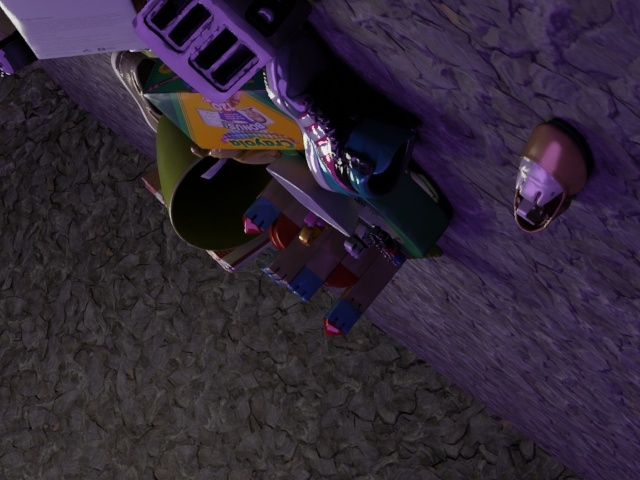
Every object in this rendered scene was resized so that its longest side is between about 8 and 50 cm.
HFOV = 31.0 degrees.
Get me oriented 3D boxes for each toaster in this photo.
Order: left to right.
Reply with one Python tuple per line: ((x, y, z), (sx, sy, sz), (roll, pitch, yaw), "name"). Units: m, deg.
((-0.133, -0.287, 1.483), (0.168, 0.110, 0.185), (43, 138, -13), "toaster")

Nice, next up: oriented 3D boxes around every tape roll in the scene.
((0.067, -0.097, 1.921), (0.321, 0.077, 0.321), (38, 177, 3), "tape roll")

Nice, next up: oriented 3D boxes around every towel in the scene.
((-0.209, -0.097, 2.575), (0.329, 0.237, 0.037), (45, 159, 24), "towel")

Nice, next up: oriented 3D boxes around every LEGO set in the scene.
((0.005, -0.029, 2.027), (0.087, 0.093, 0.227), (37, 176, 32), "LEGO set")

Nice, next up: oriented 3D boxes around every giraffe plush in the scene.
((-0.151, -0.232, 2.044), (0.181, 0.210, 0.171), (28, -141, -55), "giraffe plush")

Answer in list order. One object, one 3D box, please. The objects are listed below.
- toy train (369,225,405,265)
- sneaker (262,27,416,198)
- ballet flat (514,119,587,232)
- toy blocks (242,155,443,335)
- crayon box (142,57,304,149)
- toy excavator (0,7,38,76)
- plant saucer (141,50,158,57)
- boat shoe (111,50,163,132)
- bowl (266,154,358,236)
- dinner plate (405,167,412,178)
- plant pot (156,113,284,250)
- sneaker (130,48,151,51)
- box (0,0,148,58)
((0.118, 0.011, 1.963), (0.036, 0.027, 0.158), (26, 171, 22), "toy train")
((0.039, -0.164, 1.604), (0.178, 0.124, 0.296), (20, 150, 41), "sneaker")
((0.257, -0.061, 1.322), (0.080, 0.073, 0.232), (39, 172, 18), "ballet flat")
((0.000, 0.000, 2.181), (0.381, 0.261, 0.191), (41, 172, -8), "toy blocks")
((-0.113, -0.215, 1.775), (0.278, 0.081, 0.165), (3, 154, 36), "crayon box")
((-0.638, -0.498, 2.275), (0.445, 0.433, 0.222), (-3, 126, 43), "toy excavator")
((-0.396, -0.445, 2.314), (0.188, 0.045, 0.188), (36, 171, 22), "plant saucer")
((-0.344, -0.311, 2.589), (0.096, 0.116, 0.324), (36, 166, 47), "boat shoe")
((-0.006, -0.079, 1.833), (0.142, 0.053, 0.142), (35, 175, 46), "bowl")
((0.092, -0.144, 1.817), (0.141, 0.017, 0.141), (39, 175, 4), "dinner plate")
((-0.238, -0.174, 2.472), (0.275, 0.274, 0.293), (48, -175, -46), "plant pot")
((-0.289, -0.364, 2.010), (0.090, 0.115, 0.232), (35, 171, 31), "sneaker")
((-0.331, -0.396, 1.492), (0.345, 0.168, 0.215), (90, 174, -81), "box")
